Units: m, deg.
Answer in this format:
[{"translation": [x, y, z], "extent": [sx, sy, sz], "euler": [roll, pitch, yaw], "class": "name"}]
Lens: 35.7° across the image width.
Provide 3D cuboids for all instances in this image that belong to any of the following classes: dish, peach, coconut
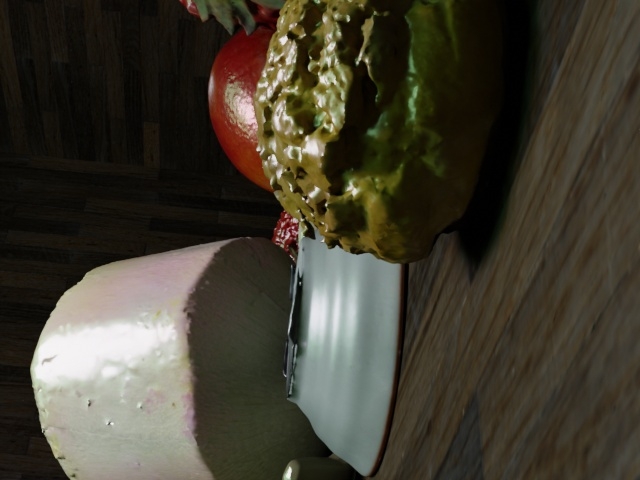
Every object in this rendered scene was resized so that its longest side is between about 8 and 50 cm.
[{"translation": [0.011, 0.071, 0.870], "extent": [0.260, 0.085, 0.260], "euler": [-175, 90, -86], "class": "dish"}, {"translation": [-0.059, -0.178, 1.391], "extent": [0.362, 0.201, 0.258], "euler": [-93, 10, -63], "class": "peach"}, {"translation": [-0.112, 0.146, 1.066], "extent": [0.297, 0.309, 0.298], "euler": [19, -112, -62], "class": "coconut"}]

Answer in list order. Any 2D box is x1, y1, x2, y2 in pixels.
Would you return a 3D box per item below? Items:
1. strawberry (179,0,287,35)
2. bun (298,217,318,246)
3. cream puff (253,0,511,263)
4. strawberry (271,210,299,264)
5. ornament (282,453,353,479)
[{"translation": [-0.048, -0.444, 1.213], "extent": [0.345, 0.295, 0.317], "euler": [-63, -17, -18], "class": "strawberry"}, {"translation": [0.000, 0.000, 1.362], "extent": [0.086, 0.054, 0.086], "euler": [2, -90, -80], "class": "bun"}, {"translation": [0.028, -0.079, 0.551], "extent": [0.189, 0.129, 0.189], "euler": [-171, 90, -87], "class": "cream puff"}, {"translation": [-0.037, -0.007, 1.661], "extent": [0.208, 0.087, 0.167], "euler": [-87, 3, -55], "class": "strawberry"}, {"translation": [-0.037, 0.320, 0.906], "extent": [0.245, 0.061, 0.230], "euler": [-36, -53, -36], "class": "ornament"}]
